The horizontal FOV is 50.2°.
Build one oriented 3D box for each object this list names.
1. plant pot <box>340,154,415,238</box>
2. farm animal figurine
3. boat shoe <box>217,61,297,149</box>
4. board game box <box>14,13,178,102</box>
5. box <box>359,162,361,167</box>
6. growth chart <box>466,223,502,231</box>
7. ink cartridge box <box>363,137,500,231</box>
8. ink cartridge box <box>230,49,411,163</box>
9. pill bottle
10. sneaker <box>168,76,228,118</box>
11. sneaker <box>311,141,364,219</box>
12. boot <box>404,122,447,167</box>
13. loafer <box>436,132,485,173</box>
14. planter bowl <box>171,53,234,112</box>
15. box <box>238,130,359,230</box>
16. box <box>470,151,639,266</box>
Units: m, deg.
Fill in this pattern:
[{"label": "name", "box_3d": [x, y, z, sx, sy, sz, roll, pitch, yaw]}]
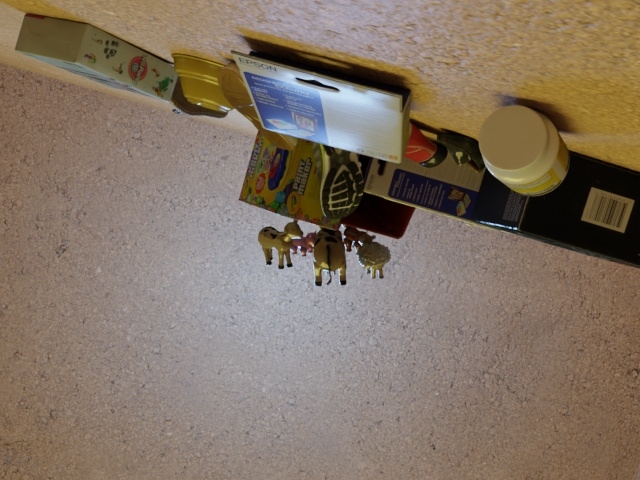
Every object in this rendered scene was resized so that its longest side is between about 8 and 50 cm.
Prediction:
[{"label": "plant pot", "box_3d": [0.122, -0.194, 1.932, 0.267, 0.268, 0.235, 14, -163, -34]}, {"label": "farm animal figurine", "box_3d": [0.000, 0.000, 1.939, 0.330, 0.172, 0.327, -10, -155, -12]}, {"label": "boat shoe", "box_3d": [-0.126, -0.313, 1.513, 0.098, 0.096, 0.277, 16, 162, 34]}, {"label": "board game box", "box_3d": [-0.529, -0.435, 1.647, 0.223, 0.098, 0.303, 19, -177, 29]}, {"label": "box", "box_3d": [0.065, -0.245, 2.393, 0.168, 0.215, 0.345, 18, -177, 23]}, {"label": "growth chart", "box_3d": [0.457, -0.083, 1.879, 0.171, 0.021, 0.237, 14, -152, -2]}, {"label": "ink cartridge box", "box_3d": [0.301, -0.157, 1.735, 0.370, 0.176, 0.069, 16, -176, -3]}, {"label": "ink cartridge box", "box_3d": [0.014, -0.258, 1.260, 0.303, 0.072, 0.307, 17, 165, 10]}, {"label": "pill bottle", "box_3d": [0.326, -0.142, 1.092, 0.119, 0.119, 0.208, 18, -177, 26]}, {"label": "sneaker", "box_3d": [-0.404, -0.418, 1.997, 0.153, 0.099, 0.282, 16, -174, 26]}, {"label": "sneaker", "box_3d": [0.034, -0.193, 1.618, 0.111, 0.300, 0.121, -8, -152, -14]}, {"label": "boot", "box_3d": [0.180, -0.223, 1.620, 0.176, 0.089, 0.244, 23, 176, -33]}, {"label": "loafer", "box_3d": [0.323, -0.199, 1.543, 0.170, 0.061, 0.062, 15, -176, -34]}, {"label": "planter bowl", "box_3d": [-0.253, -0.355, 1.595, 0.217, 0.091, 0.217, 16, -177, -1]}, {"label": "box", "box_3d": [-0.052, -0.204, 1.798, 0.176, 0.290, 0.279, 14, -177, -30]}, {"label": "box", "box_3d": [0.551, -0.069, 1.482, 0.343, 0.179, 0.312, 16, -176, -6]}]
